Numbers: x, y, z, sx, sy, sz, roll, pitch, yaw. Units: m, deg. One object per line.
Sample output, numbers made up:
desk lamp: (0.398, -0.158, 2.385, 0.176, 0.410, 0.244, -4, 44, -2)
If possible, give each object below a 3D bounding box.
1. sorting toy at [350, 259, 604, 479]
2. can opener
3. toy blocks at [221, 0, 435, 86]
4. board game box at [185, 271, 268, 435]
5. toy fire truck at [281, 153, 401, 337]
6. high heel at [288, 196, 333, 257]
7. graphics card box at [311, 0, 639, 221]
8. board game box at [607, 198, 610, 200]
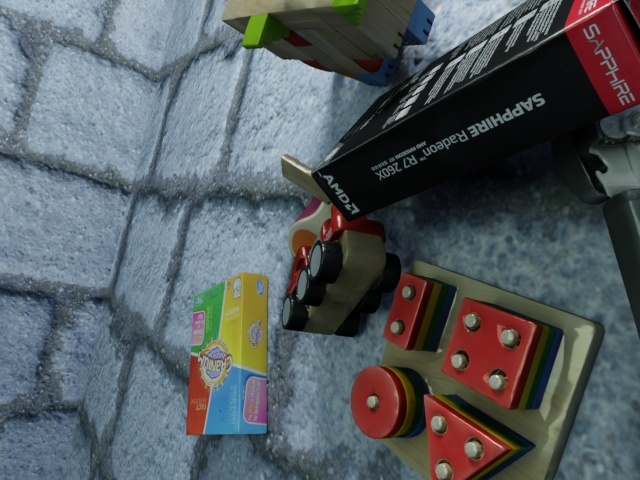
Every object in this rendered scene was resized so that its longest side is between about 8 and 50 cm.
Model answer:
sorting toy: (0.151, 0.172, 0.565, 0.257, 0.089, 0.256, 22, 96, 53)
can opener: (0.291, -0.013, 0.429, 0.093, 0.074, 0.281, 97, 170, -64)
toy blocks: (0.027, -0.353, 0.781, 0.381, 0.260, 0.191, 23, 95, 46)
board game box: (-0.204, 0.252, 1.025, 0.242, 0.064, 0.317, -27, 58, 46)
toy fire truck: (0.000, 0.000, 0.749, 0.217, 0.158, 0.247, 119, 155, -47)
high heel: (0.016, -0.065, 0.860, 0.117, 0.082, 0.244, -58, -5, -48)
graphics card box: (0.176, -0.168, 0.548, 0.370, 0.094, 0.233, -20, 26, 47)
board game box: (0.365, -0.036, 0.404, 0.136, 0.030, 0.260, -54, 42, 24)
